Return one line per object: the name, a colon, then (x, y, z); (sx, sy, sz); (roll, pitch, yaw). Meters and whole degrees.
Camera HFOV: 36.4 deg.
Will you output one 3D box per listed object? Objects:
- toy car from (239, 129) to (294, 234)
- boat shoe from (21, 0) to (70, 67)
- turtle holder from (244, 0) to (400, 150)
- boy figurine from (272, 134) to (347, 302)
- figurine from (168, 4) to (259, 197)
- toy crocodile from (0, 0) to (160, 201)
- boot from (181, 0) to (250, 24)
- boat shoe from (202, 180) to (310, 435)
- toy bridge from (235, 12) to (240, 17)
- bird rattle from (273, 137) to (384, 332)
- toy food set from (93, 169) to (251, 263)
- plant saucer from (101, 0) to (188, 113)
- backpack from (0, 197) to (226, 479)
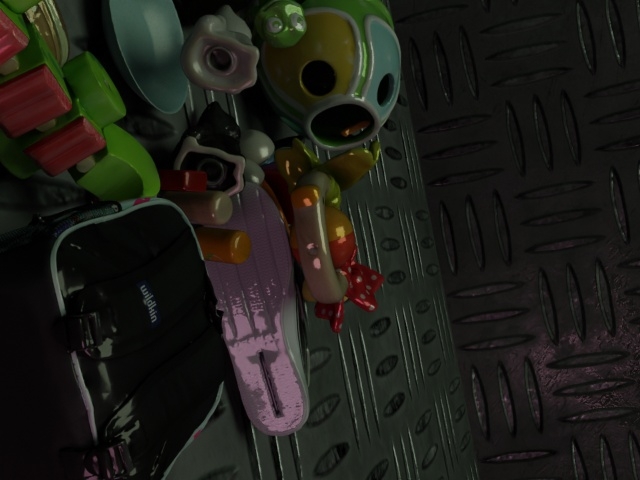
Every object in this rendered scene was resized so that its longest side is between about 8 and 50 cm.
toy car: (-0.063, -0.067, 1.362); (0.182, 0.136, 0.159); (-77, 150, -53)
boat shoe: (-0.292, -0.222, 0.846); (0.190, 0.068, 0.072); (60, 35, -23)
turtle holder: (0.014, -0.289, 1.526); (0.320, 0.243, 0.228); (95, -14, -61)
boy figurine: (-0.020, -0.026, 1.563); (0.177, 0.092, 0.285); (-75, 151, -57)
figurine: (-0.128, -0.182, 1.212); (0.209, 0.092, 0.215); (-98, -164, -69)
toy crocodile: (-0.246, -0.135, 0.780); (0.105, 0.115, 0.340); (60, 2, 41)
boot: (-0.202, -0.436, 1.271); (0.281, 0.096, 0.264); (66, 15, 11)
boat shoe: (-0.085, 0.086, 1.273); (0.119, 0.121, 0.335); (-89, 171, -81)
toy bridge: (-0.143, -0.274, 1.428); (0.188, 0.026, 0.063); (-74, 150, -57)
bird rattle: (0.000, 0.000, 1.217); (0.207, 0.143, 0.254); (-44, 134, -74)
toy food set: (-0.184, -0.022, 1.059); (0.232, 0.104, 0.111); (-5, 98, -56)
plant saucer: (-0.214, -0.241, 1.147); (0.195, 0.037, 0.195); (-12, 90, -74)
backpack: (-0.181, 0.082, 0.770); (0.253, 0.191, 0.225); (-38, 118, -64)
